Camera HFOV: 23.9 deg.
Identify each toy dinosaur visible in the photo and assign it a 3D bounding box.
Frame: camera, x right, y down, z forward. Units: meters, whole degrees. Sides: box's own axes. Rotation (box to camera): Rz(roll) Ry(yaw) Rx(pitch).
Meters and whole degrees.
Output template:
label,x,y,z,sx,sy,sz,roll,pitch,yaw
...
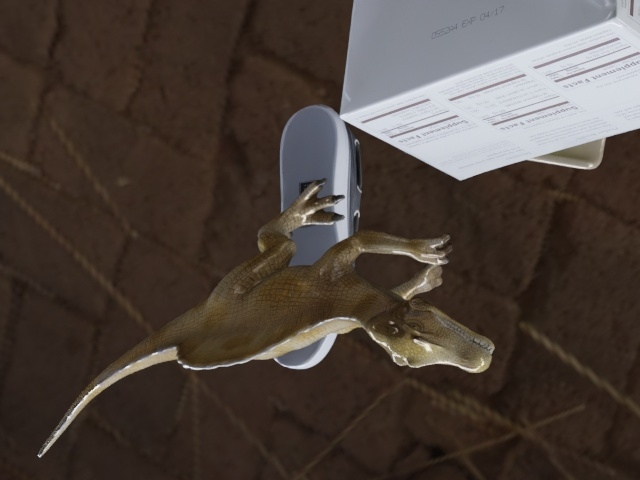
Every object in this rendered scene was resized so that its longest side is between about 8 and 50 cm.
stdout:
label,x,y,z,sx,sy,sz,roll,pitch,yaw
toy dinosaur,-0.020,0.023,0.501,0.183,0.092,0.053,-13,107,37

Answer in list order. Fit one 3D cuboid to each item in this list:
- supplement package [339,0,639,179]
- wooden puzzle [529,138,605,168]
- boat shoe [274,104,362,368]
label,x,y,z,sx,sy,sz,roll,pitch,yaw
supplement package,0.164,-0.187,1.136,0.262,0.145,0.204,-15,60,45
wooden puzzle,0.193,-0.203,1.502,0.221,0.044,0.238,9,93,-2
boat shoe,0.000,0.000,1.301,0.080,0.076,0.228,-7,75,28
